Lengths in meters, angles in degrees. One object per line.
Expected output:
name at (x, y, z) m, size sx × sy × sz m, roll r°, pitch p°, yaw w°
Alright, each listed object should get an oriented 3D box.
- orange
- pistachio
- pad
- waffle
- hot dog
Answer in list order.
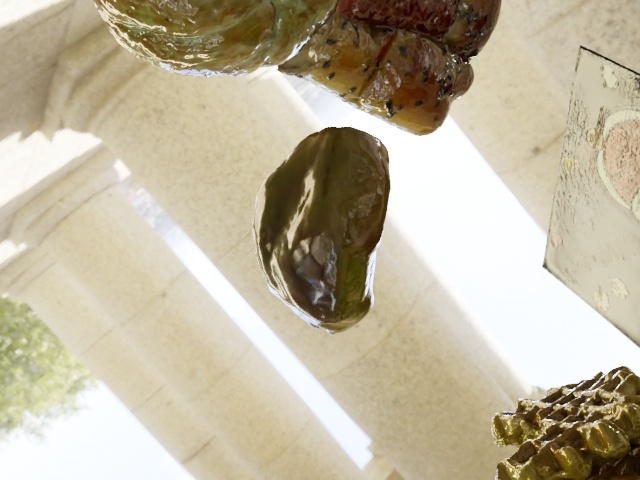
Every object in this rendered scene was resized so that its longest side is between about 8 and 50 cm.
orange at (-0.113, -0.339, 0.827) m, size 0.329 × 0.249 × 0.329 m, roll -38°, pitch 152°, yaw -25°
pistachio at (-0.003, -0.002, 0.573) m, size 0.100 × 0.110 × 0.189 m, roll -49°, pitch 155°, yaw -44°
pad at (0.260, -0.022, 0.613) m, size 0.006 × 0.245 × 0.170 m, roll -20°, pitch -138°, yaw -19°
waffle at (0.359, 0.293, 1.001) m, size 0.261 × 0.151 × 0.324 m, roll -28°, pitch 177°, yaw 7°
hot dog at (0.148, -0.364, 1.198) m, size 0.196 × 0.366 × 0.367 m, roll 29°, pitch -85°, yaw 41°
